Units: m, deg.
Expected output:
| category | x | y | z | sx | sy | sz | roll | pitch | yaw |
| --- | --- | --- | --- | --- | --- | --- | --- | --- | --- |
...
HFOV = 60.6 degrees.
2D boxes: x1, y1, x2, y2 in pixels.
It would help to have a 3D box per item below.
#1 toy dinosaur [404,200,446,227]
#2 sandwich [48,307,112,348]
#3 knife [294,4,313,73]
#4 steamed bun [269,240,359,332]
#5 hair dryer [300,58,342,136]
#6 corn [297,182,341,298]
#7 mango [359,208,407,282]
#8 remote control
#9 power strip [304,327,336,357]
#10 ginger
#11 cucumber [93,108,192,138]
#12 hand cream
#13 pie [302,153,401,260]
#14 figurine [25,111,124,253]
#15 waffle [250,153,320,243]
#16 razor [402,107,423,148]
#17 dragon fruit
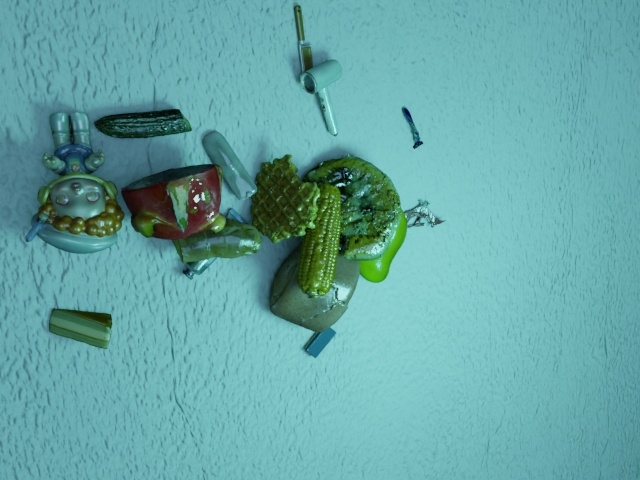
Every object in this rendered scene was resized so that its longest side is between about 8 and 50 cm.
| category | x | y | z | sx | sy | sz | roll | pitch | yaw |
| --- | --- | --- | --- | --- | --- | --- | --- | --- | --- |
| toy dinosaur | 0.371 | -0.093 | 2.035 | 0.220 | 0.032 | 0.108 | 9 | 101 | -17 |
| sandwich | -0.690 | 0.252 | 1.573 | 0.164 | 0.113 | 0.079 | 12 | 96 | -26 |
| knife | -0.046 | -0.609 | 1.732 | 0.046 | 0.022 | 0.255 | -16 | 108 | -27 |
| steamed bun | -0.011 | 0.156 | 1.818 | 0.252 | 0.199 | 0.301 | 30 | 88 | -27 |
| hair dryer | 0.029 | -0.452 | 1.773 | 0.131 | 0.073 | 0.236 | -36 | 122 | -30 |
| corn | 0.000 | 0.000 | 1.688 | 0.121 | 0.120 | 0.362 | 11 | 79 | -26 |
| mango | 0.204 | 0.003 | 1.916 | 0.175 | 0.143 | 0.292 | 13 | 98 | -7 |
| remote control | -0.278 | -0.231 | 1.683 | 0.073 | 0.044 | 0.229 | -35 | 103 | -12 |
| power strip | -0.003 | 0.359 | 1.960 | 0.056 | 0.032 | 0.123 | 43 | 82 | -26 |
| ginger | -0.309 | 0.000 | 1.655 | 0.263 | 0.109 | 0.116 | -8 | 136 | -17 |
| cucumber | -0.500 | -0.327 | 1.560 | 0.266 | 0.077 | 0.077 | -12 | 106 | -20 |
| hand cream | -0.335 | 0.016 | 1.726 | 0.088 | 0.055 | 0.256 | 46 | 74 | -18 |
| pie | 0.114 | -0.113 | 1.804 | 0.297 | 0.078 | 0.371 | -36 | 86 | -7 |
| figurine | -0.643 | -0.150 | 1.486 | 0.225 | 0.205 | 0.381 | 9 | 78 | -23 |
| waffle | -0.112 | -0.128 | 1.689 | 0.051 | 0.291 | 0.290 | 13 | 97 | -58 |
| razor | 0.328 | -0.403 | 1.948 | 0.044 | 0.028 | 0.154 | -33 | 113 | -15 |
| dragon fruit | -0.407 | -0.099 | 1.542 | 0.291 | 0.291 | 0.189 | -16 | 108 | -21 |
